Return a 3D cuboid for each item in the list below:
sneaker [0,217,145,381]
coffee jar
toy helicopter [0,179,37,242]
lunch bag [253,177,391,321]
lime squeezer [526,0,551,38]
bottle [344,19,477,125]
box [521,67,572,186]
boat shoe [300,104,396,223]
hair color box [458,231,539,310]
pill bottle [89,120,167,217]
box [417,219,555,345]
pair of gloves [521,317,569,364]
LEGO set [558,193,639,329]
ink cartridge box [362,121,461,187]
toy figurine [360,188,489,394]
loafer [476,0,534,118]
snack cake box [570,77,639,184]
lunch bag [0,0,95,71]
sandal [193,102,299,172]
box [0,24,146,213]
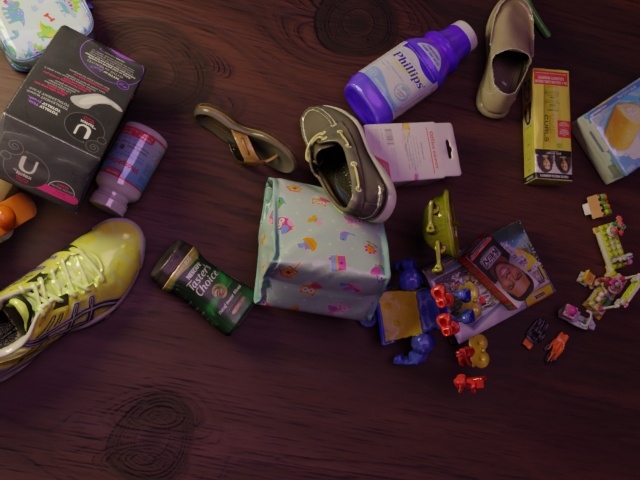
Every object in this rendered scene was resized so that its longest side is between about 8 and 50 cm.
[{"bbox_3d":[-0.445,0.103,1.494,0.384,0.147,0.145,-44,90,-17],"label":"sneaker"},{"bbox_3d":[-0.208,0.082,1.588,0.184,0.079,0.096,36,74,-5],"label":"coffee jar"},{"bbox_3d":[-0.555,-0.055,1.470,0.140,0.235,0.355,45,53,-32],"label":"toy helicopter"},{"bbox_3d":[0.000,0.000,1.608,0.223,0.160,0.262,9,44,-11],"label":"lunch bag"},{"bbox_3d":[0.416,-0.576,1.872,0.110,0.059,0.310,3,77,-46],"label":"lime squeezer"},{"bbox_3d":[0.184,-0.333,1.744,0.283,0.092,0.118,-35,89,-16],"label":"bottle"},{"bbox_3d":[0.460,-0.229,1.808,0.087,0.058,0.232,4,79,-12],"label":"box"},{"bbox_3d":[0.030,-0.151,1.603,0.091,0.109,0.305,8,38,-37],"label":"boat shoe"},{"bbox_3d":[0.338,0.059,1.690,0.141,0.043,0.072,44,73,-3],"label":"hair color box"},{"bbox_3d":[-0.345,-0.125,1.587,0.087,0.087,0.160,27,75,-7],"label":"pill bottle"},{"bbox_3d":[0.321,0.081,1.729,0.233,0.044,0.159,-25,86,-16],"label":"box"},{"bbox_3d":[0.444,0.198,1.756,0.083,0.010,0.074,36,76,-2],"label":"pair of gloves"},{"bbox_3d":[0.575,0.042,1.763,0.132,0.107,0.287,20,77,-9],"label":"LEGO set"},{"bbox_3d":[0.165,-0.163,1.714,0.198,0.067,0.115,-5,82,-24],"label":"ink cartridge box"},{"bbox_3d":[0.155,0.105,1.608,0.217,0.191,0.363,-9,93,27],"label":"toy figurine"},{"bbox_3d":[0.386,-0.379,1.799,0.102,0.092,0.269,13,78,-12],"label":"loafer"},{"bbox_3d":[0.666,-0.250,1.845,0.264,0.089,0.152,-33,88,-16],"label":"snack cake box"},{"bbox_3d":[-0.514,-0.424,1.598,0.176,0.090,0.219,-29,88,-15],"label":"lunch bag"},{"bbox_3d":[-0.144,-0.178,1.640,0.219,0.090,0.060,30,64,-3],"label":"sandal"},{"bbox_3d":[-0.420,-0.205,1.485,0.165,0.143,0.270,26,41,-14],"label":"box"}]
